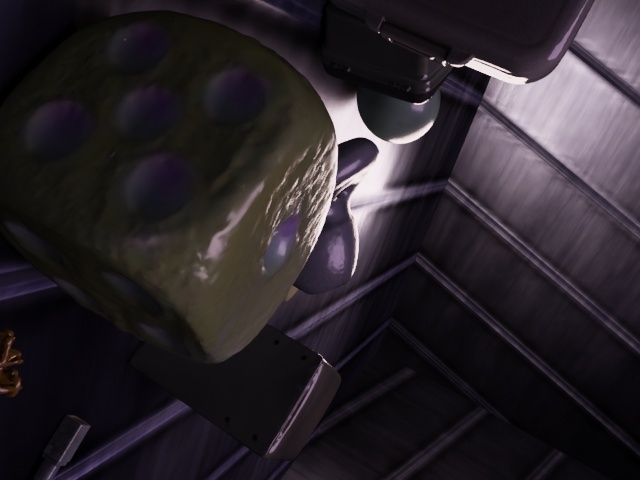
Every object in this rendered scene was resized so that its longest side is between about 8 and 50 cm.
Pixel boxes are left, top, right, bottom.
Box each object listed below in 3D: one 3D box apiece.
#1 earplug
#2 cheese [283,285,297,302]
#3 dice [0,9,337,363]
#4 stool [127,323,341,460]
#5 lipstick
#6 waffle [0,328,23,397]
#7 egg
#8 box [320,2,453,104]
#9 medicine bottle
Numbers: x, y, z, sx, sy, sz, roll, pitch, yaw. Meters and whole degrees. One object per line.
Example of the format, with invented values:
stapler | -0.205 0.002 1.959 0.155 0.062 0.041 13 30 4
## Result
earplug | 0.011 -0.050 1.311 0.214 0.175 0.326 -27 142 -54
cheese | -0.085 0.114 1.530 0.192 0.037 0.097 -54 162 -31
dice | -0.141 -0.047 0.679 0.254 0.249 0.252 -56 164 -24
stool | -0.126 0.216 1.136 0.170 0.269 0.244 -58 164 -12
lipstick | -0.365 0.303 0.949 0.129 0.030 0.030 -60 165 -10
waffle | -0.378 0.163 0.638 0.231 0.051 0.229 -48 159 -41
egg | 0.158 -0.283 1.410 0.168 0.168 0.231 -61 167 -5
box | 0.111 -0.322 1.129 0.148 0.210 0.129 -50 153 -34
medicine bottle | 0.190 -0.385 0.950 0.282 0.375 0.123 -63 169 2
